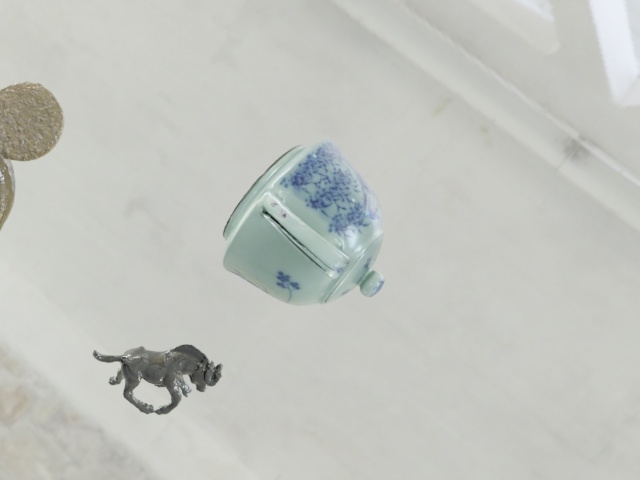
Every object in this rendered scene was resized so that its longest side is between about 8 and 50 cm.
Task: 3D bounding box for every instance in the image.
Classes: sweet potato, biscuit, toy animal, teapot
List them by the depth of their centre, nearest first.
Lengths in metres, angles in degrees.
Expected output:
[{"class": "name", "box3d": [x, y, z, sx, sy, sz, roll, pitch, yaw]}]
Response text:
[{"class": "teapot", "box3d": [0.000, 0.000, 0.986, 0.159, 0.159, 0.232, 39, 3, 8]}, {"class": "biscuit", "box3d": [-0.426, -0.171, 1.515, 0.120, 0.120, 0.015, 43, -2, 4]}, {"class": "sweet potato", "box3d": [-0.578, -0.131, 1.738, 0.124, 0.098, 0.310, -16, -72, 24]}, {"class": "toy animal", "box3d": [-0.298, 0.238, 1.918, 0.233, 0.084, 0.148, 11, -58, -6]}]
